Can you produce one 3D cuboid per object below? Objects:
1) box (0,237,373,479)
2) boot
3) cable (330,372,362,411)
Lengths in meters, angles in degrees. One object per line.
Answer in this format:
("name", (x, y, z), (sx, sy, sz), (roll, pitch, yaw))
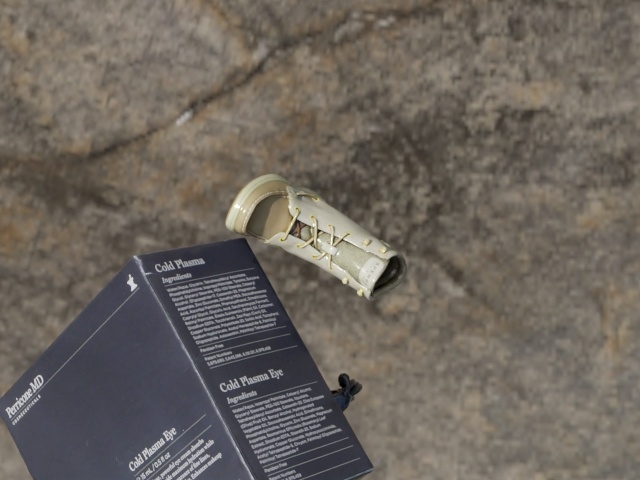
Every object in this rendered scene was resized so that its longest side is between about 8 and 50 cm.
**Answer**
("box", (-0.165, 0.222, 1.626), (0.179, 0.312, 0.343), (-11, 156, -49))
("boot", (0.000, 0.000, 1.623), (0.165, 0.077, 0.213), (36, -167, 24))
("cable", (-0.014, 0.263, 2.013), (0.047, 0.184, 0.150), (40, 177, 6))
